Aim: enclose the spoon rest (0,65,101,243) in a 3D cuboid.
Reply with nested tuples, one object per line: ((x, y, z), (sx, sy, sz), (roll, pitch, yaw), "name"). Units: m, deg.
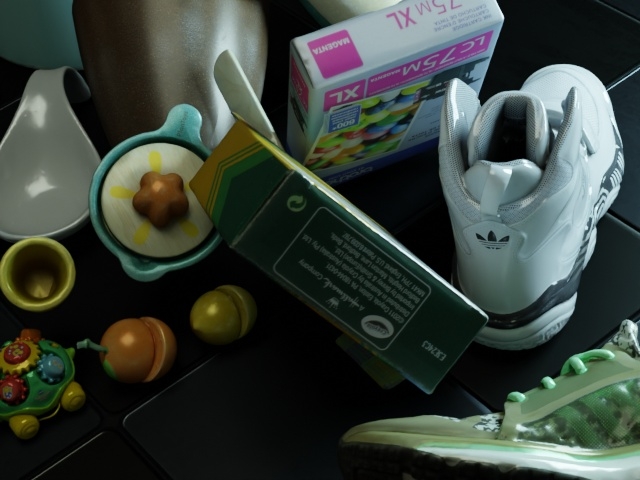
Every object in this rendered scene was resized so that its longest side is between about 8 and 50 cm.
((-0.294, -0.099, 1.555), (0.137, 0.084, 0.276), (-8, 43, 4), "spoon rest")

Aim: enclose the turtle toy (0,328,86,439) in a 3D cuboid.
((-0.283, 0.130, 1.327), (0.130, 0.066, 0.095), (-31, 47, -19), "turtle toy")

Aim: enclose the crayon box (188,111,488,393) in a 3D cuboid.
((0.000, 0.000, 1.245), (0.083, 0.203, 0.323), (-52, 17, 3), "crayon box")

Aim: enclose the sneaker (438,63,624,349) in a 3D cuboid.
((0.203, -0.092, 1.348), (0.137, 0.210, 0.366), (7, 46, 18), "sneaker")

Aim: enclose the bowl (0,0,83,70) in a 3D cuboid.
((-0.292, -0.365, 1.774), (0.312, 0.163, 0.311), (-7, 43, 6), "bowl")

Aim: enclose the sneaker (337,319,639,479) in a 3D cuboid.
((0.219, 0.151, 1.142), (0.410, 0.158, 0.182), (1, 46, 1), "sneaker")

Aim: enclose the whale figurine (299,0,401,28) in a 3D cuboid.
((0.041, -0.270, 1.567), (0.272, 0.141, 0.216), (14, 78, -20), "whale figurine")

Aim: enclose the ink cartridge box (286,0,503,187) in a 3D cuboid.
((0.061, -0.133, 1.393), (0.186, 0.311, 0.065), (-21, 75, -9), "ink cartridge box")

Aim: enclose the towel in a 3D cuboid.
((0.059, 0.100, 1.326), (0.060, 0.009, 0.083), (-32, 46, -20), "towel")

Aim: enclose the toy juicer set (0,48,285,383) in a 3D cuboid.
((-0.120, -0.011, 1.351), (0.209, 0.089, 0.329), (42, 75, 3), "toy juicer set")

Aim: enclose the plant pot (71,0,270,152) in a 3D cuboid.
((-0.149, -0.153, 1.516), (0.215, 0.215, 0.230), (-9, 60, 3), "plant pot")
